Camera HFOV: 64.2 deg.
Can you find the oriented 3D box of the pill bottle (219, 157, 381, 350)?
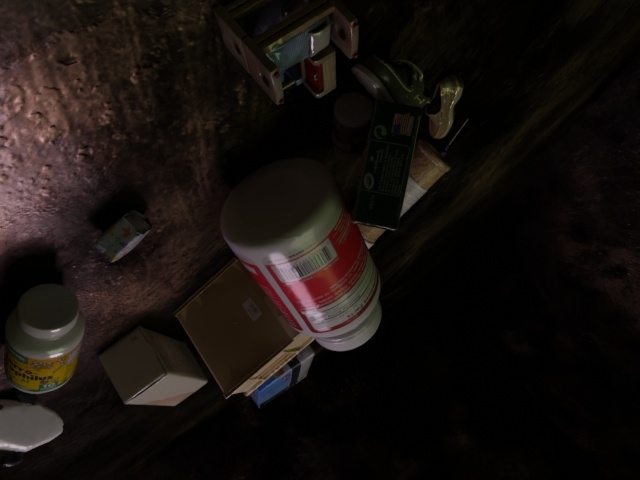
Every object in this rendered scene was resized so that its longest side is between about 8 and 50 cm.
[{"bbox_3d":[-0.012,0.051,1.037,0.229,0.229,0.407,-36,134,-7],"label":"pill bottle"}]

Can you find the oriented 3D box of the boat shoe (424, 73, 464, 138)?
[{"bbox_3d":[0.284,-0.319,1.239,0.072,0.068,0.190,-20,148,-15],"label":"boat shoe"}]

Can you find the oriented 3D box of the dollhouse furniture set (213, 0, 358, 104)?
[{"bbox_3d":[-0.036,-0.239,0.694,0.129,0.129,0.183,-35,162,-10],"label":"dollhouse furniture set"}]

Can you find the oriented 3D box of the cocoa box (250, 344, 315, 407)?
[{"bbox_3d":[-0.187,0.420,1.825,0.228,0.231,0.347,-31,161,-20],"label":"cocoa box"}]

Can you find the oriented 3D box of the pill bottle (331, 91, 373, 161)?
[{"bbox_3d":[0.061,-0.219,1.008,0.078,0.078,0.137,-34,162,-15],"label":"pill bottle"}]

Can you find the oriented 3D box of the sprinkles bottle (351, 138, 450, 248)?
[{"bbox_3d":[0.198,-0.119,1.441,0.355,0.121,0.121,-46,161,21],"label":"sprinkles bottle"}]

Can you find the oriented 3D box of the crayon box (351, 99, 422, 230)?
[{"bbox_3d":[0.121,-0.130,0.962,0.318,0.081,0.202,-29,130,-82],"label":"crayon box"}]

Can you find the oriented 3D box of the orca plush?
[{"bbox_3d":[-0.680,0.391,1.038,0.102,0.151,0.287,-11,175,22],"label":"orca plush"}]

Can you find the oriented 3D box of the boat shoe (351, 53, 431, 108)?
[{"bbox_3d":[0.142,-0.292,0.952,0.091,0.109,0.305,-44,167,16],"label":"boat shoe"}]

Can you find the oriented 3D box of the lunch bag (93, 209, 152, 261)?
[{"bbox_3d":[-0.318,-0.010,0.831,0.071,0.053,0.083,-41,-173,7],"label":"lunch bag"}]

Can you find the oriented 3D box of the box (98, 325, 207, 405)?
[{"bbox_3d":[-0.420,0.334,1.322,0.121,0.148,0.311,-36,160,-6],"label":"box"}]

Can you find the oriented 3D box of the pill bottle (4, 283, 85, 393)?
[{"bbox_3d":[-0.468,0.166,0.866,0.118,0.117,0.208,-21,155,-43],"label":"pill bottle"}]

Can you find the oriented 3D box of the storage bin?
[{"bbox_3d":[-0.185,0.205,1.269,0.260,0.262,0.123,-41,159,8],"label":"storage bin"}]

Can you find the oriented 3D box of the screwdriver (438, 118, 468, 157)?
[{"bbox_3d":[0.397,-0.304,1.555,0.024,0.025,0.170,-18,144,-46],"label":"screwdriver"}]
